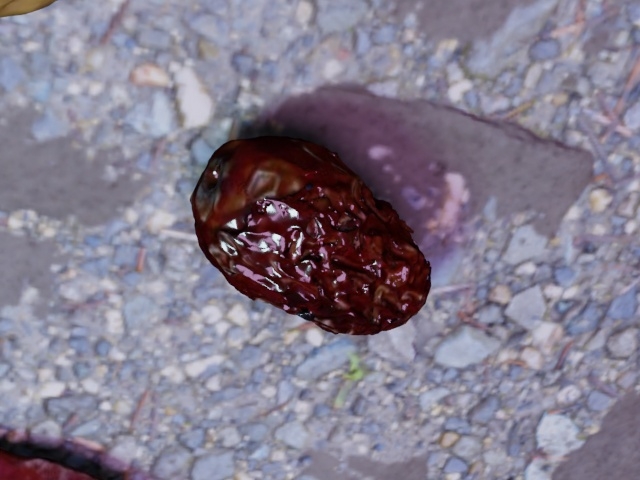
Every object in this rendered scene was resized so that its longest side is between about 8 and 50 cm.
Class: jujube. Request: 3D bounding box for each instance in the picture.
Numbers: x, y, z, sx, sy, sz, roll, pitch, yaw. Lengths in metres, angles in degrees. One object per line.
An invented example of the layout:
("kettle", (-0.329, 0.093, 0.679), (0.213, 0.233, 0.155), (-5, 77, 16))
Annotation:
("jujube", (0.002, 0.001, 0.623), (0.166, 0.104, 0.104), (27, 113, -30))

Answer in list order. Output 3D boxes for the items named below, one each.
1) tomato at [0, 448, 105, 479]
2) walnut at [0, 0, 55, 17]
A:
("tomato", (-0.248, 0.279, 0.699), (0.309, 0.170, 0.309), (-6, 123, -9))
("walnut", (-0.145, -0.189, 0.403), (0.195, 0.195, 0.221), (4, 165, -15))
